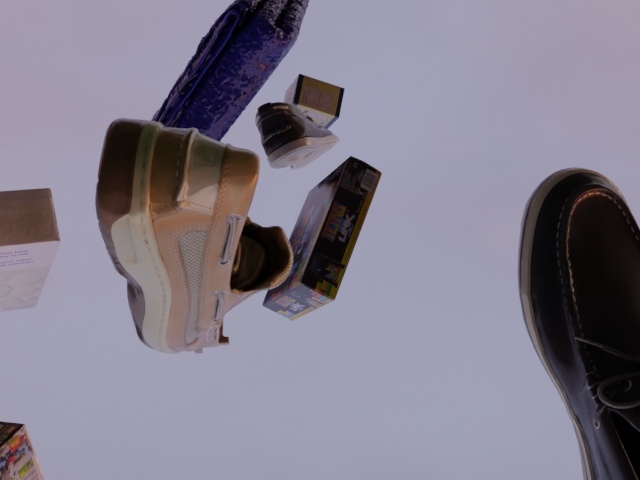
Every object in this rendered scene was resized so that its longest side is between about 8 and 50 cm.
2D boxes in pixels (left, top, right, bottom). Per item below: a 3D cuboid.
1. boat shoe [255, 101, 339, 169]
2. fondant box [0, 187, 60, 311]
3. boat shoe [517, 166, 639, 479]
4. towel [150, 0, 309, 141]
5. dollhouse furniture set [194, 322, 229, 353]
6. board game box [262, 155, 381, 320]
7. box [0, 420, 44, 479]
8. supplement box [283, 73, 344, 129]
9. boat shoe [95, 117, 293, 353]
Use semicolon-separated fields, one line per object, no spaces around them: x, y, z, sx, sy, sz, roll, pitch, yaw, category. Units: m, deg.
-0.031;-0.145;1.166;0.084;0.233;0.079;-33;-94;12;boat shoe
-0.564;0.032;1.366;0.238;0.330;0.096;-7;-110;-27;fondant box
0.340;0.157;0.891;0.186;0.156;0.501;-7;-100;-22;boat shoe
-0.133;-0.161;0.946;0.076;0.308;0.228;35;-152;-16;towel
-0.239;0.069;1.419;0.173;0.303;0.356;-3;-121;0;dollhouse furniture set
0.000;0.000;1.021;0.048;0.141;0.170;28;-113;-14;board game box
-0.362;0.292;0.868;0.036;0.114;0.207;0;-154;22;box
-0.015;-0.233;1.463;0.083;0.083;0.056;16;-107;-16;supplement box
-0.048;0.011;0.389;0.072;0.190;0.068;3;-109;-2;boat shoe
